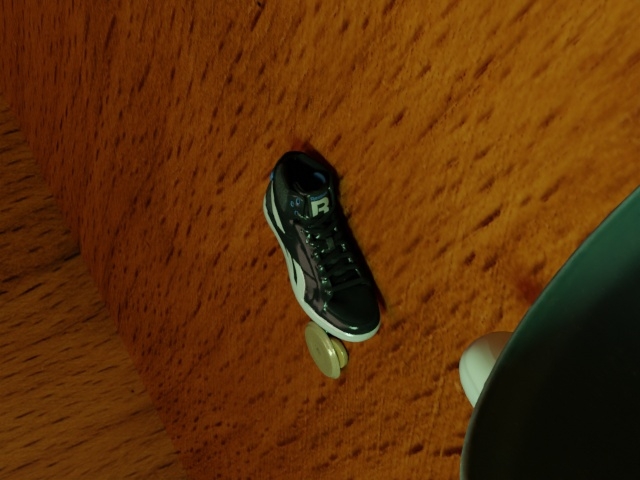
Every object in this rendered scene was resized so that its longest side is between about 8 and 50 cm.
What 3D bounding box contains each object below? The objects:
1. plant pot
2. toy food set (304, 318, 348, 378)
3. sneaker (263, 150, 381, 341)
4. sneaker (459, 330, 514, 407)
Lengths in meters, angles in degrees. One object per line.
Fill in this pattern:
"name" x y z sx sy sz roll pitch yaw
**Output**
"plant pot" 0.240 0.086 0.601 0.196 0.293 0.293 41 162 -9
"toy food set" 0.006 0.136 1.548 0.082 0.020 0.083 55 158 26
"sneaker" 0.000 0.000 1.322 0.217 0.079 0.121 58 160 22
"sneaker" 0.222 0.120 0.897 0.290 0.106 0.123 31 139 39
